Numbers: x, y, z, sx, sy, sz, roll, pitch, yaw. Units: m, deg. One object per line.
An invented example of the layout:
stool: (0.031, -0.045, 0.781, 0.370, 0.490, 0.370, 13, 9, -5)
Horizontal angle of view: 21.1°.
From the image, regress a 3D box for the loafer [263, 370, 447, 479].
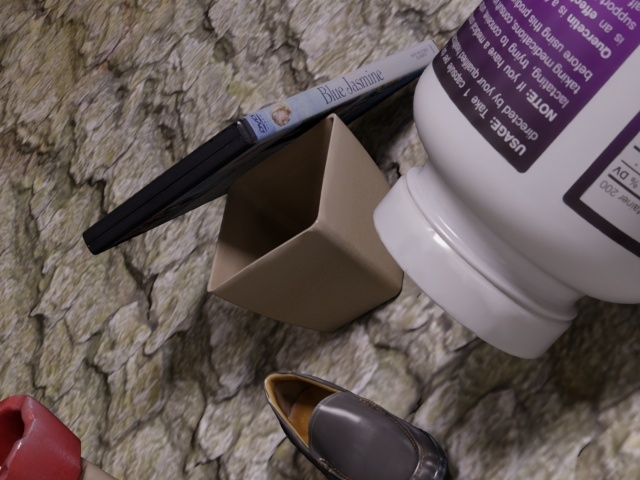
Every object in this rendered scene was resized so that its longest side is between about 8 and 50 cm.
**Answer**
loafer: (0.016, 0.122, 1.050, 0.062, 0.061, 0.170, -57, 28, -10)

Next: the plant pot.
plant pot: (0.000, 0.000, 1.183, 0.109, 0.096, 0.109, -31, 34, 35)

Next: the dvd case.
dvd case: (-0.039, -0.070, 1.252, 0.180, 0.022, 0.253, -32, -2, 39)

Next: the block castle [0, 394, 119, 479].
block castle: (-0.301, 0.337, 1.126, 0.303, 0.213, 0.453, -22, 40, 45)

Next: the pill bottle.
pill bottle: (0.175, -0.095, 0.910, 0.323, 0.181, 0.181, -49, 26, 18)
